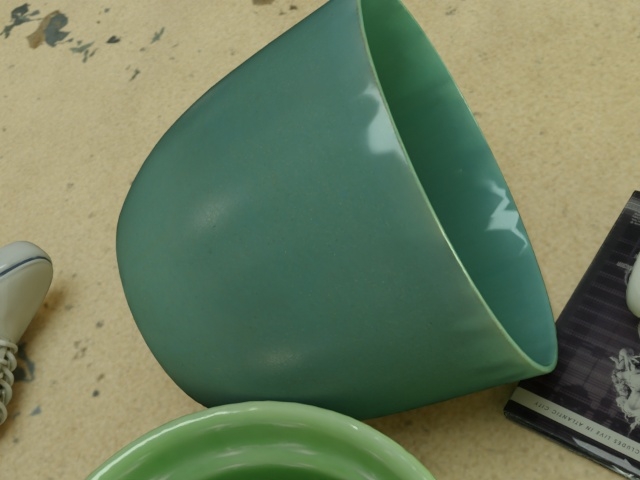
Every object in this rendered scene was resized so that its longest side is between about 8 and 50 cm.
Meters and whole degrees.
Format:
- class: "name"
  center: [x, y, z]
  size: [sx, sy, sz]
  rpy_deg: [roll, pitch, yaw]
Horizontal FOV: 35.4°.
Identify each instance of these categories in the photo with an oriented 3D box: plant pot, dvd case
- class: "plant pot"
  center: [0.000, 0.000, 0.719]
  size: [0.235, 0.293, 0.293]
  rpy_deg: [-26, 50, 19]
- class: "dvd case"
  center: [0.260, 0.074, 0.736]
  size: [0.164, 0.018, 0.221]
  rpy_deg: [24, 65, 29]

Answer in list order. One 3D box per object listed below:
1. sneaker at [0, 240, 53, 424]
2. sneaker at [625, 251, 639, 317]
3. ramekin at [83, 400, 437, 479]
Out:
- class: "sneaker"
  center: [-0.299, 0.122, 0.854]
  size: [0.091, 0.094, 0.258]
  rpy_deg: [28, 77, 22]
- class: "sneaker"
  center: [0.332, -0.005, 0.701]
  size: [0.240, 0.091, 0.126]
  rpy_deg: [-38, 54, -12]
- class: "ramekin"
  center: [-0.034, 0.267, 0.615]
  size: [0.303, 0.148, 0.303]
  rpy_deg: [-9, 54, 13]
